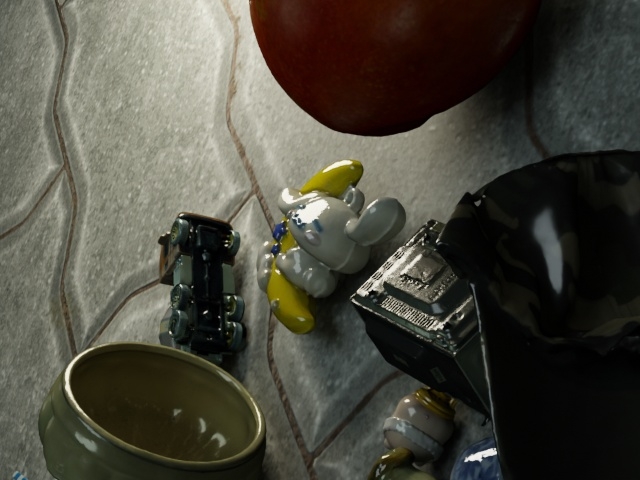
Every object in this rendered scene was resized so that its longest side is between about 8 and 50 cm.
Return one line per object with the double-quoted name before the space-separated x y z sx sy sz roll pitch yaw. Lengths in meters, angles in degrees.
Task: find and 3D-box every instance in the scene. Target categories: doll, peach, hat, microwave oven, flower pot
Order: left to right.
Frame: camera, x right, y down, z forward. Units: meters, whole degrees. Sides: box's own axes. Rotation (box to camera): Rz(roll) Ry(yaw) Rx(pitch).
"flower pot" -0.233 0.306 1.681 0.307 0.307 0.244 53 129 52
"doll" 0.000 0.000 1.696 0.237 0.111 0.252 -55 27 12
"peach" 0.082 -0.313 1.582 0.388 0.388 0.388 -30 48 39
"doll" 0.111 0.214 1.465 0.127 0.073 0.084 -56 2 5
"microwave oven" 0.153 0.078 1.394 0.163 0.129 0.205 -43 31 -16
"hat" 0.285 0.106 1.210 0.257 0.366 0.382 -77 -13 -85

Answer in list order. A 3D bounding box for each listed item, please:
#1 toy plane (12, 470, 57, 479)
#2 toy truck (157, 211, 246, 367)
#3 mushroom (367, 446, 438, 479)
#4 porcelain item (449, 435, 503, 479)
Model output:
"toy plane" -0.373 0.363 1.967 0.182 0.107 0.273 -11 46 24
"toy truck" -0.189 0.097 1.893 0.140 0.108 0.257 -47 40 46
"mushroom" 0.139 0.338 1.325 0.312 0.081 0.100 48 128 45
"porcelain item" 0.211 0.250 1.234 0.114 0.147 0.147 -30 47 40
